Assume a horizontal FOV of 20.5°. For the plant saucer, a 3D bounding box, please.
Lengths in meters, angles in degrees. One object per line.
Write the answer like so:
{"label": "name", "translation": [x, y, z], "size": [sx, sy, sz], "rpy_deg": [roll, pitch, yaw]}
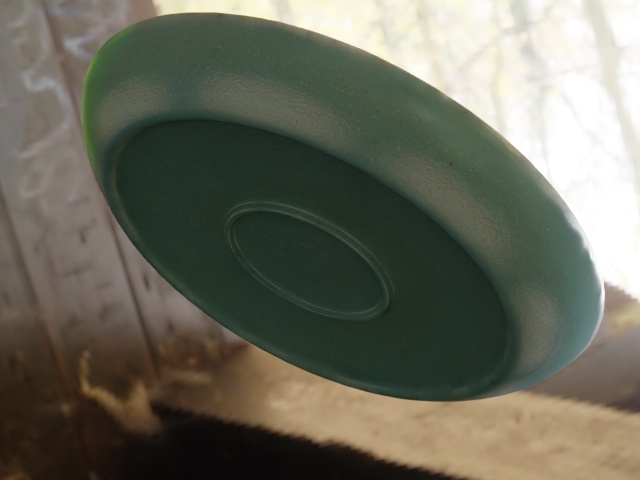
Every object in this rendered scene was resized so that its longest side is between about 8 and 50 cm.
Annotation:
{"label": "plant saucer", "translation": [0.000, 0.000, 0.979], "size": [0.318, 0.317, 0.043], "rpy_deg": [1, -128, 42]}
